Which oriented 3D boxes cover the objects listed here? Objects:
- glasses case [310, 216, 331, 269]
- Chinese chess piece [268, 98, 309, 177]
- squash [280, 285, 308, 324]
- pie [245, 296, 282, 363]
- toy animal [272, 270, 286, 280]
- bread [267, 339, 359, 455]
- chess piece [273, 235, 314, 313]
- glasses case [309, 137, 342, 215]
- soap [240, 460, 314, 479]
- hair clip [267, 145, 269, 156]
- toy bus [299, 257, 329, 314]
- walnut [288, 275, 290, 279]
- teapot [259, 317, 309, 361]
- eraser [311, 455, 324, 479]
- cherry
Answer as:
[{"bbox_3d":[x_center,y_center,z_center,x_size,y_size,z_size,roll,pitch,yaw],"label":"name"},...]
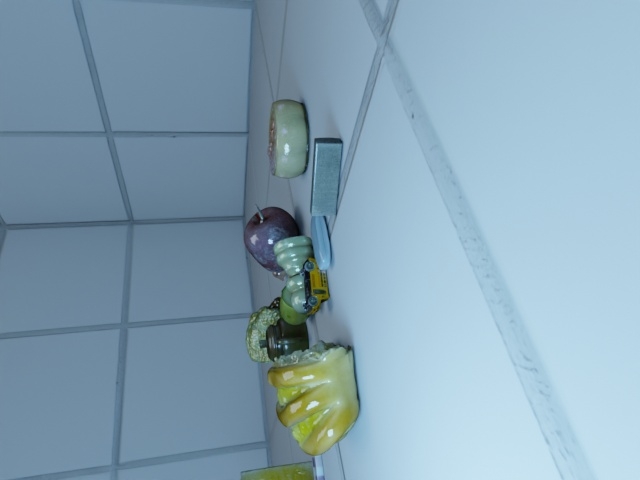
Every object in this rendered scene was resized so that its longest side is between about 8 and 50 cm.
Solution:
[{"bbox_3d":[0.000,0.000,1.373,0.067,0.045,0.179,111,153,-60],"label":"glasses case"},{"bbox_3d":[-0.115,-0.352,1.652,0.270,0.111,0.271,178,90,-77],"label":"Chinese chess piece"},{"bbox_3d":[-0.087,0.229,1.643,0.187,0.122,0.123,107,156,-54],"label":"squash"},{"bbox_3d":[-0.229,0.411,2.096,0.274,0.105,0.257,-34,60,27],"label":"pie"},{"bbox_3d":[-0.190,0.113,2.133,0.089,0.083,0.150,-73,-30,-64],"label":"toy animal"},{"bbox_3d":[-0.026,0.400,1.225,0.315,0.211,0.271,142,123,-77],"label":"bread"},{"bbox_3d":[-0.065,0.119,1.535,0.133,0.133,0.244,117,141,-64],"label":"chess piece"},{"bbox_3d":[0.012,-0.164,1.236,0.047,0.070,0.205,-107,19,-58],"label":"glasses case"},{"bbox_3d":[-0.145,0.897,1.687,0.174,0.273,0.089,-106,18,-44],"label":"soap"},{"bbox_3d":[-0.136,-0.349,1.915,0.138,0.102,0.123,35,137,31],"label":"hair clip"},{"bbox_3d":[-0.016,0.138,1.412,0.069,0.074,0.162,129,139,-60],"label":"toy bus"},{"bbox_3d":[-0.089,0.136,1.766,0.121,0.052,0.091,107,155,-60],"label":"walnut"},{"bbox_3d":[-0.140,0.383,1.782,0.268,0.175,0.186,130,133,-71],"label":"teapot"},{"bbox_3d":[-0.008,0.787,1.622,0.065,0.026,0.105,118,147,-60],"label":"eraser"},{"bbox_3d":[-0.181,-0.015,1.788,0.236,0.212,0.286,-61,-45,-57],"label":"cherry"}]
